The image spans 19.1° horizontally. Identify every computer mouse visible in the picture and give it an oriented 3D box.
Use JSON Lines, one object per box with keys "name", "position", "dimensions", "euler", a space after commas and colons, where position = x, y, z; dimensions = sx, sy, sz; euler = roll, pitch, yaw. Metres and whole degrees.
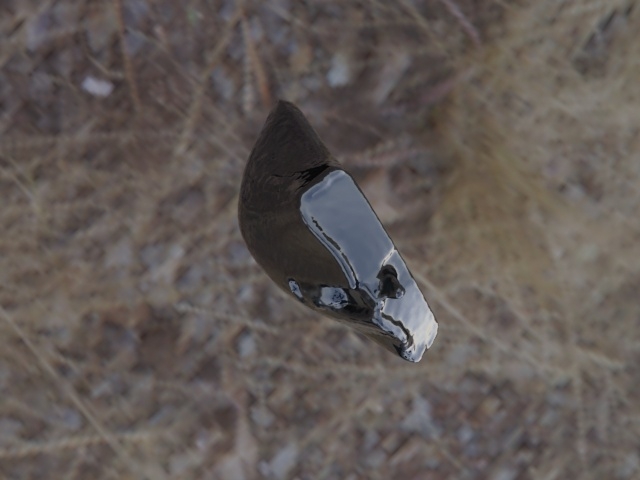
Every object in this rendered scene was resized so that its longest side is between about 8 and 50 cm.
{"name": "computer mouse", "position": [0.000, 0.000, 1.284], "dimensions": [0.088, 0.264, 0.147], "euler": [-35, 112, -2]}
